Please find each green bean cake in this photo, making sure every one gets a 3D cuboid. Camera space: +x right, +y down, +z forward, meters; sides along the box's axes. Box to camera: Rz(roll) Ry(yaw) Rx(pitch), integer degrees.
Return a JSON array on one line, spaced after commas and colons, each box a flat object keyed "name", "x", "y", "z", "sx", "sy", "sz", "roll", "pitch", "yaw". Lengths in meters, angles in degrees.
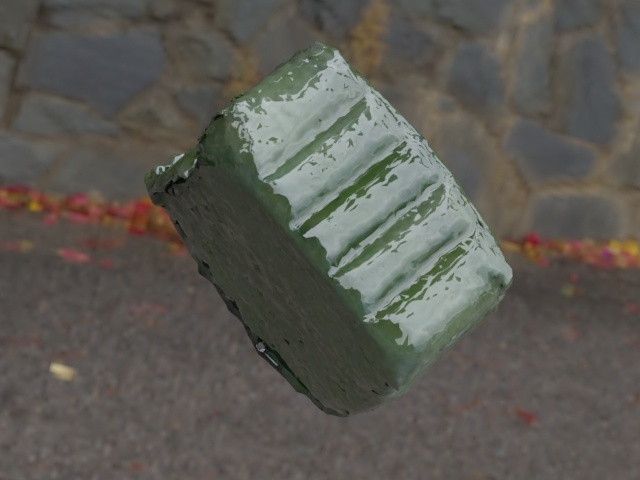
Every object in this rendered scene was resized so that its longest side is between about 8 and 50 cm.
[{"name": "green bean cake", "x": 0.000, "y": 0.000, "z": 1.128, "sx": 0.222, "sy": 0.125, "sz": 0.227, "roll": 49, "pitch": -24, "yaw": 1}]
